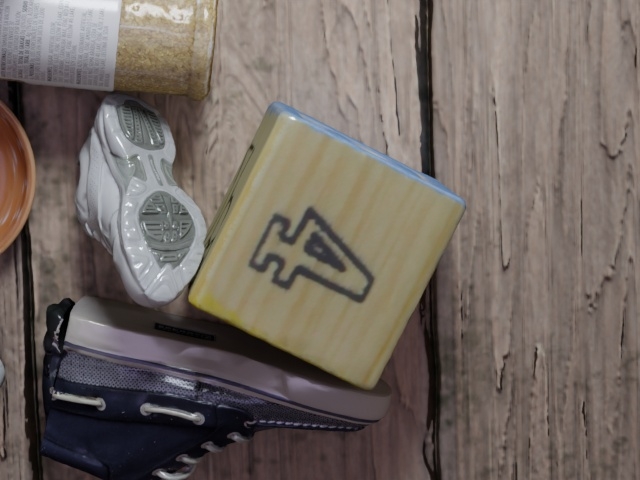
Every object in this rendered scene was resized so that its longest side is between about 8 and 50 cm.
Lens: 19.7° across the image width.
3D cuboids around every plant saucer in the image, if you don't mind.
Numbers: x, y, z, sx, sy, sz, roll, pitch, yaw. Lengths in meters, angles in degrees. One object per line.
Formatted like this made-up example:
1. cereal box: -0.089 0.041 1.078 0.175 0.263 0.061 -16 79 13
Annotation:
1. plant saucer: -0.373 -0.062 1.769 0.200 0.037 0.200 -1 99 -5

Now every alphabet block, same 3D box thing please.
1. alphabet block: 0.000 0.000 1.733 0.193 0.192 0.197 26 95 -6

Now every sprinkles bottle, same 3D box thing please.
1. sprinkles bottle: -0.276 -0.204 1.715 0.355 0.121 0.121 5 97 -5

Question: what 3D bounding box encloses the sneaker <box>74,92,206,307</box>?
1. sneaker: -0.177 -0.020 1.724 0.090 0.232 0.115 14 135 -32

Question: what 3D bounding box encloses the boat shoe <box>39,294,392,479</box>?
1. boat shoe: -0.111 0.168 1.790 0.341 0.127 0.158 14 103 1

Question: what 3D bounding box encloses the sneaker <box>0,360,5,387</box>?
1. sneaker: -0.438 0.089 1.729 0.290 0.123 0.106 31 122 -8
